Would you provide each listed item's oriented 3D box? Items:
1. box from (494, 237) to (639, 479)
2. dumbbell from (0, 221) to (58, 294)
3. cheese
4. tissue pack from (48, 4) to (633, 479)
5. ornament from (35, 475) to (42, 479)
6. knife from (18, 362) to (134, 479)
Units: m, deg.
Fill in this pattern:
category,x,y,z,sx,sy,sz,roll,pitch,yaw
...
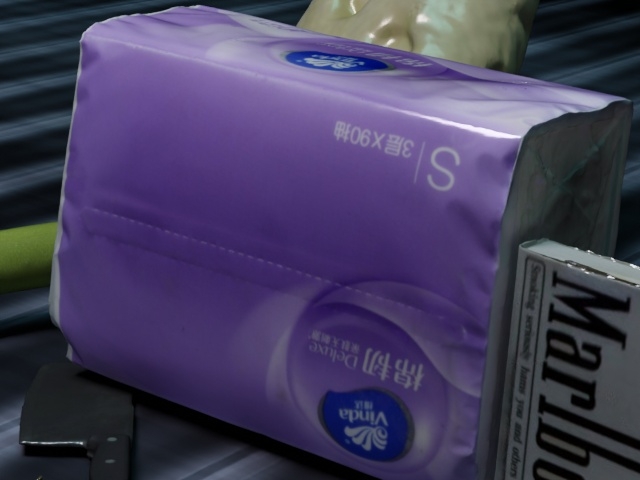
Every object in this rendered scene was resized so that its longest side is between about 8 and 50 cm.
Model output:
category,x,y,z,sx,sy,sz,roll,pitch,yaw
box,0.148,0.096,0.930,0.036,0.177,0.115,-14,25,-43
dumbbell,-0.199,0.011,1.247,0.302,0.121,0.108,-11,50,-36
cheese,0.068,-0.095,1.325,0.129,0.351,0.328,34,13,-29
tissue pack,0.000,0.000,1.090,0.338,0.242,0.160,16,19,33
ornament,-0.180,0.157,0.926,0.125,0.028,0.073,-9,21,-30
knife,-0.149,0.117,1.081,0.072,0.019,0.245,-1,15,-7
